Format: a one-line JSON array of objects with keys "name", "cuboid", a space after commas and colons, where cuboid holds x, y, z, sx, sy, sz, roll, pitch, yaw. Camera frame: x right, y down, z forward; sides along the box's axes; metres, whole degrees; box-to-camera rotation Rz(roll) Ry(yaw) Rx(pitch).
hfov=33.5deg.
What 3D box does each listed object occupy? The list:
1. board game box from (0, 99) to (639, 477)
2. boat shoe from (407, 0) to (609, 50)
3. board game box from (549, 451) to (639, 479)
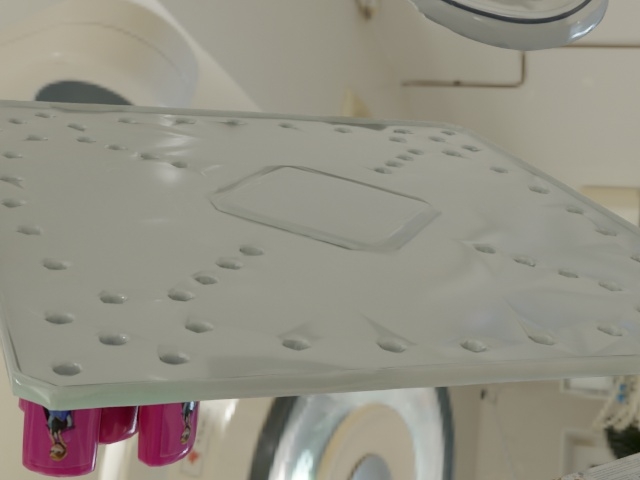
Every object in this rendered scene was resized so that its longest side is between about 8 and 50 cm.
[{"name": "board game box", "cuboid": [0.000, 0.000, 0.614, 0.390, 0.389, 0.050, -134, 49, -58]}, {"name": "boat shoe", "cuboid": [0.048, -0.200, 0.571, 0.095, 0.258, 0.084, -45, -22, -9]}, {"name": "board game box", "cuboid": [0.050, 0.129, 0.322, 0.154, 0.026, 0.104, -4, -70, -38]}]
